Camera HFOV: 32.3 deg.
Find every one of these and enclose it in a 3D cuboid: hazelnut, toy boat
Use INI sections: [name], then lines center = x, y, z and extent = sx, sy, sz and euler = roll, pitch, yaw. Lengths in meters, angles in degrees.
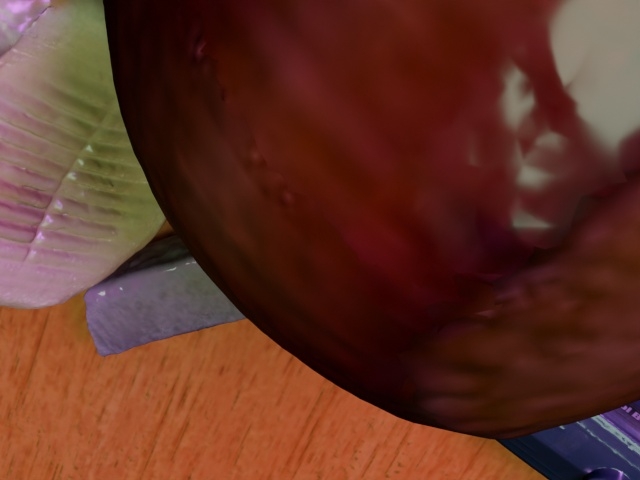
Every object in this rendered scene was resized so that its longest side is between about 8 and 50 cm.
[hazelnut]
center = 0.088, -0.133, 0.484
extent = 0.420, 0.353, 0.421
euler = 9, 116, 20
[toy boat]
center = 0.160, 0.105, 0.786
extent = 0.246, 0.103, 0.093
euler = 37, 134, -1

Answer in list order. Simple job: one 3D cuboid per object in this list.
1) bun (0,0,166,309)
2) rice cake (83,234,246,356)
[bun]
center = -0.189, -0.076, 0.664
extent = 0.229, 0.145, 0.229
euler = -27, 136, -29
[rice cake]
center = 0.000, 0.000, 0.743
extent = 0.365, 0.056, 0.073
euler = -19, 119, 19
